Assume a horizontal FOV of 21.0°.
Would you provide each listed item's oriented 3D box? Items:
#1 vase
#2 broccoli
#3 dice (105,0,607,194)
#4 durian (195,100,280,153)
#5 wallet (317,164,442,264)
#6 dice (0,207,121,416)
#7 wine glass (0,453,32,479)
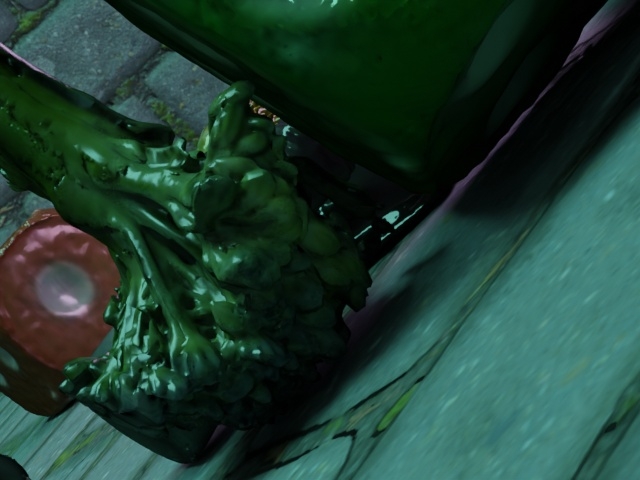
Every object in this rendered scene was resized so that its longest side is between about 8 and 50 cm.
[{"bbox_3d":[-0.055,0.024,1.041,0.214,0.086,0.086,-57,10,-18],"label":"vase"},{"bbox_3d":[-0.095,-0.021,0.880,0.177,0.275,0.198,-47,12,-24],"label":"broccoli"},{"bbox_3d":[0.020,-0.214,0.918,0.297,0.287,0.300,-54,-12,0],"label":"dice"},{"bbox_3d":[-0.081,-0.039,1.651,0.146,0.102,0.208,-57,-11,-65],"label":"durian"},{"bbox_3d":[0.000,0.000,1.130,0.245,0.052,0.168,-41,14,25],"label":"wallet"},{"bbox_3d":[-0.312,0.084,1.944,0.174,0.175,0.179,-52,10,-31],"label":"dice"},{"bbox_3d":[-0.301,0.229,1.517,0.072,0.072,0.155,-50,8,-26],"label":"wine glass"}]
